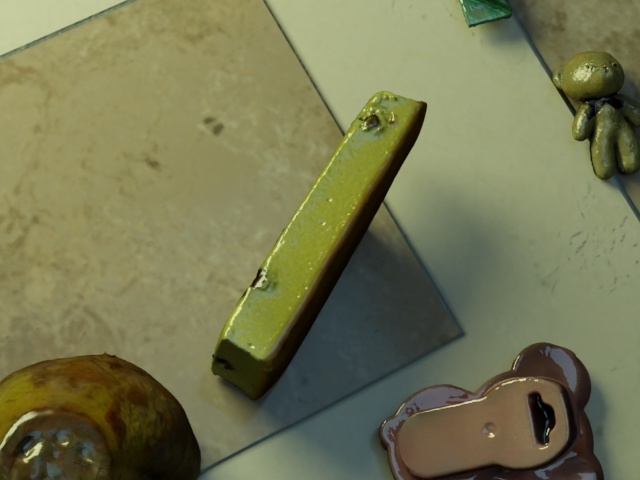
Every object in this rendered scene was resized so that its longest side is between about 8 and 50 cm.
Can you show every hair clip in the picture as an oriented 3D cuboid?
[{"bbox_3d":[0.122,0.139,1.294,0.138,0.102,0.123,-19,71,18],"label":"hair clip"}]

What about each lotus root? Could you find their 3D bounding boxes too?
[{"bbox_3d":[-0.151,0.158,1.163,0.188,0.180,0.199,40,70,9],"label":"lotus root"}]

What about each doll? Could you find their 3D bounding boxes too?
[{"bbox_3d":[0.212,-0.096,1.391,0.062,0.051,0.093,-15,104,-15],"label":"doll"}]

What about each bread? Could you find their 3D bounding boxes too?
[{"bbox_3d":[0.000,0.000,1.289,0.049,0.088,0.226,30,68,5],"label":"bread"}]

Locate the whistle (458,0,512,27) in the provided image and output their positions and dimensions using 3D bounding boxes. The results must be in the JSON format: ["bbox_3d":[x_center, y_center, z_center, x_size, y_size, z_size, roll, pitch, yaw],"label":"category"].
[{"bbox_3d":[0.101,-0.250,1.416,0.039,0.039,0.186,-13,74,-14],"label":"whistle"}]
